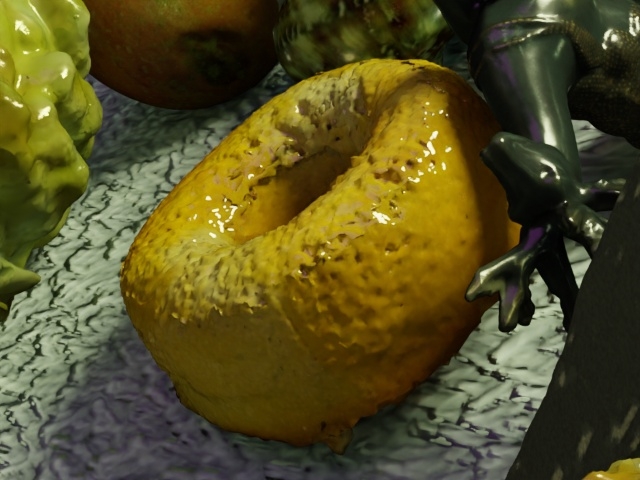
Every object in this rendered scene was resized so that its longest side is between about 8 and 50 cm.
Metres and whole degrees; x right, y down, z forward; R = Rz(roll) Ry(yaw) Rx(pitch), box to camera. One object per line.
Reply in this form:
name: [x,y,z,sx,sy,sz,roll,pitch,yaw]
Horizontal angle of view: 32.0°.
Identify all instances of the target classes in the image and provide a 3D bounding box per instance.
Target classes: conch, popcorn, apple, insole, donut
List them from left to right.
popcorn: [-0.294,-0.066,0.754,0.312,0.312,0.312,-19,39,16]
apple: [-0.105,-0.217,0.881,0.237,0.207,0.236,-31,40,30]
donut: [0.001,0.001,0.623,0.253,0.118,0.253,-33,26,18]
conch: [0.033,-0.164,0.742,0.187,0.124,0.181,7,76,66]
insole: [0.104,0.059,0.413,0.011,0.247,0.081,9,29,-15]

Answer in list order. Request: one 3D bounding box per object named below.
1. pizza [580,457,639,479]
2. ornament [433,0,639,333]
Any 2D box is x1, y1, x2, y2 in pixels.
pizza: [0.045,0.223,0.258,0.258,0.087,0.268,-34,80,0]
ornament: [0.145,-0.022,0.534,0.080,0.202,0.236,-41,44,43]
